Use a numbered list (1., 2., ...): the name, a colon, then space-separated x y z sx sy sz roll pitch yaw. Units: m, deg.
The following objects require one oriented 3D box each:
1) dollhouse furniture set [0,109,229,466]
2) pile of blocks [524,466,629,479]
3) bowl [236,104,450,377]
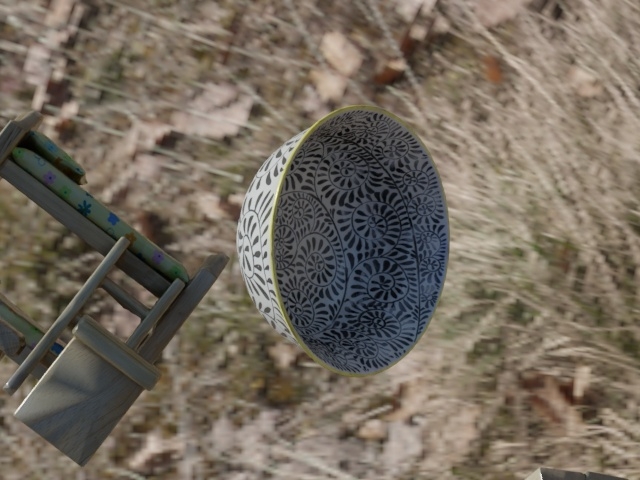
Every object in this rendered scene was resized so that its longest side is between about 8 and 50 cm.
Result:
1. dollhouse furniture set: -0.135 -0.008 0.770 0.182 0.161 0.101 38 85 -5
2. pile of blocks: 0.111 0.298 1.390 0.149 0.362 0.112 51 138 11
3. bowl: 0.000 0.000 1.214 0.080 0.170 0.170 1 85 43
